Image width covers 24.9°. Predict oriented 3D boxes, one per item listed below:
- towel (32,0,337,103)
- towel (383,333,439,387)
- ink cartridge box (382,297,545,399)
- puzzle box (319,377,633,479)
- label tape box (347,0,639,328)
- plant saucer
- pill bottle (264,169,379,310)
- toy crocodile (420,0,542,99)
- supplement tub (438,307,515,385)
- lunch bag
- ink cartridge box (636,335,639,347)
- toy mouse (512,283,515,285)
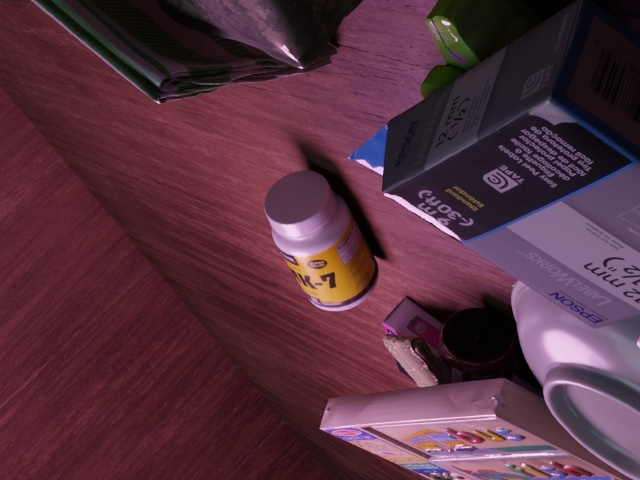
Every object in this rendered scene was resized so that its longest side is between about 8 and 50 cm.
[{"bbox_3d":[-0.155,-0.247,1.597,0.248,0.325,0.038,38,120,20],"label":"towel"},{"bbox_3d":[0.160,0.195,2.163,0.148,0.027,0.110,49,163,-16],"label":"towel"},{"bbox_3d":[0.260,0.239,2.197,0.371,0.069,0.176,33,161,28],"label":"ink cartridge box"},{"bbox_3d":[0.216,0.274,1.969,0.272,0.052,0.409,28,158,-24],"label":"puzzle box"},{"bbox_3d":[0.195,-0.035,1.239,0.249,0.115,0.347,31,149,-19],"label":"label tape box"},{"bbox_3d":[0.366,0.188,1.642,0.400,0.100,0.400,35,162,13],"label":"plant saucer"},{"bbox_3d":[0.000,0.000,2.104,0.119,0.119,0.208,31,160,39],"label":"pill bottle"},{"bbox_3d":[0.179,-0.123,1.338,0.105,0.115,0.340,25,159,34],"label":"toy crocodile"},{"bbox_3d":[0.216,0.190,2.018,0.106,0.106,0.198,35,149,29],"label":"supplement tub"},{"bbox_3d":[-0.109,-0.325,1.422,0.287,0.169,0.235,24,157,39],"label":"lunch bag"},{"bbox_3d":[0.430,0.095,1.361,0.223,0.045,0.224,39,147,16],"label":"ink cartridge box"},{"bbox_3d":[0.280,0.071,1.745,0.161,0.031,0.143,31,160,40],"label":"toy mouse"}]
